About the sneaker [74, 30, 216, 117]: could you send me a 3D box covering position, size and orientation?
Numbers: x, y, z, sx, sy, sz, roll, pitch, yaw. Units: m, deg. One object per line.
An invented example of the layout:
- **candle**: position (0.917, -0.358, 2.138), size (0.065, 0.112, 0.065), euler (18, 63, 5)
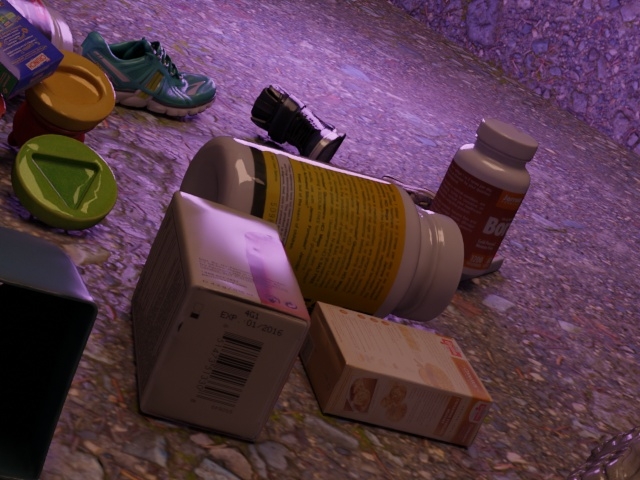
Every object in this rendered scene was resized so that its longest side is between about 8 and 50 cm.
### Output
- **sneaker**: position (-0.276, -0.271, 2.074), size (0.275, 0.110, 0.107), euler (6, 26, -43)

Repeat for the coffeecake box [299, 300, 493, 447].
- **coffeecake box**: position (0.082, 0.150, 1.444), size (0.186, 0.068, 0.142), euler (16, 20, -21)

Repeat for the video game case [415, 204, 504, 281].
- **video game case**: position (0.134, -0.022, 2.027), size (0.285, 0.025, 0.204), euler (32, 21, 23)

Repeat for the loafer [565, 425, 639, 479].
- **loafer**: position (0.352, 0.274, 1.412), size (0.319, 0.112, 0.111), euler (-13, 76, -61)

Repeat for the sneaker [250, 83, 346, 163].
- **sneaker**: position (-0.046, -0.187, 2.132), size (0.163, 0.086, 0.226), euler (35, 9, -2)

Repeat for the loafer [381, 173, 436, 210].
- **loafer**: position (0.149, -0.073, 2.162), size (0.125, 0.045, 0.039), euler (25, 35, 23)

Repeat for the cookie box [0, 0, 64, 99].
- **cookie box**: position (-0.388, -0.237, 1.574), size (0.107, 0.040, 0.092), euler (44, 40, 2)

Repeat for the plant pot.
- **plant pot**: position (-0.306, 0.066, 1.090), size (0.166, 0.165, 0.234), euler (16, 13, -21)

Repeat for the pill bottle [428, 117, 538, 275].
- **pill bottle**: position (0.236, -0.066, 1.894), size (0.121, 0.216, 0.121), euler (21, 20, -8)

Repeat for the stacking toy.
- **stacking toy**: position (-0.405, -0.108, 1.580), size (0.309, 0.130, 0.279), euler (6, 52, -35)

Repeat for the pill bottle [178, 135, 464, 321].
- **pill bottle**: position (0.000, 0.000, 1.565), size (0.334, 0.188, 0.188), euler (14, 21, -25)

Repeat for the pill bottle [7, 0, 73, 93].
- **pill bottle**: position (-0.469, -0.287, 1.763), size (0.161, 0.161, 0.283), euler (30, 9, 16)

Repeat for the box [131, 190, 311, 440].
- **box**: position (-0.109, 0.072, 1.306), size (0.127, 0.148, 0.232), euler (18, 20, -18)
